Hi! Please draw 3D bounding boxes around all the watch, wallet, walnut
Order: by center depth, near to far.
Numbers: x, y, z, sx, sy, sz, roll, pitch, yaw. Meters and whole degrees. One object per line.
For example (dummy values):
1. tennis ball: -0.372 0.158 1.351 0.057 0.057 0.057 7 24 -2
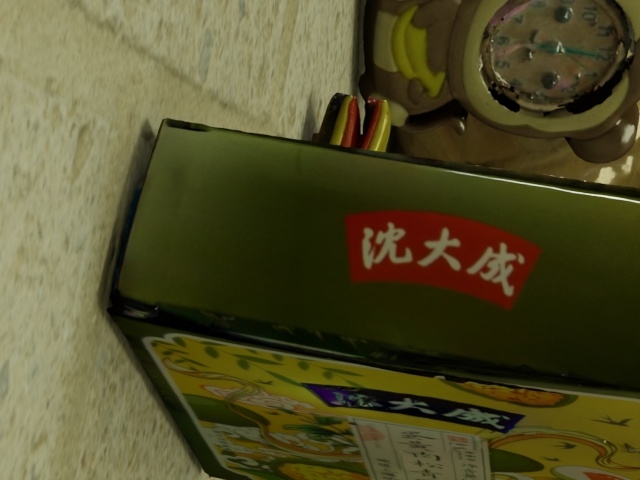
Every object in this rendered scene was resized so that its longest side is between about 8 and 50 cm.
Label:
1. wallet: 0.000 0.000 1.654 0.141 0.067 0.241 89 17 -69
2. watch: 0.203 -0.285 1.942 0.327 0.335 0.314 -94 -175 -52
3. walnut: 0.252 -0.150 2.209 0.381 0.381 0.381 9 90 -81

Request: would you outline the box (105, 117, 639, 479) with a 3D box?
1. box: 0.083 0.085 1.243 0.420 0.373 0.138 77 25 -68
